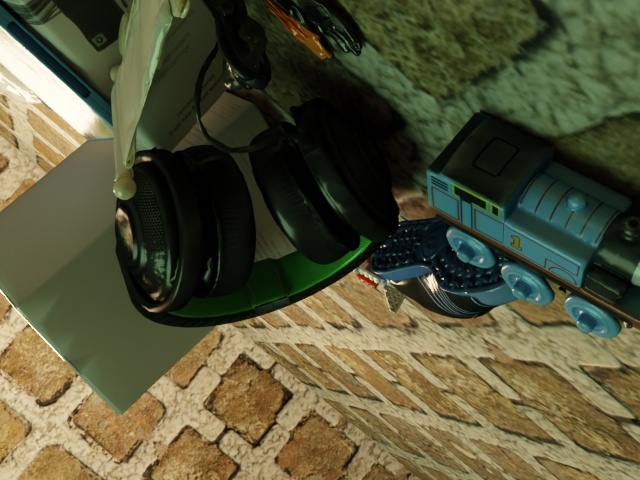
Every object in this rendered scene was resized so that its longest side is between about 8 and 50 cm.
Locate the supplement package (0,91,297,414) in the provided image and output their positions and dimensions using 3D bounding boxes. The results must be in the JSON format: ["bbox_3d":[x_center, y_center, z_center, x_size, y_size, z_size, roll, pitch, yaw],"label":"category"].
[{"bbox_3d":[-0.178,-0.007,0.988,0.175,0.293,0.177,30,158,48],"label":"supplement package"}]

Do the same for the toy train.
[{"bbox_3d":[0.156,-0.007,0.647,0.184,0.080,0.105,32,159,26],"label":"toy train"}]

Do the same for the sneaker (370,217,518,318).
[{"bbox_3d":[0.133,0.027,0.832,0.090,0.081,0.232,31,171,-21],"label":"sneaker"}]

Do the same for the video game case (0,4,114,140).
[{"bbox_3d":[-0.235,-0.143,0.789,0.166,0.015,0.119,44,165,-23],"label":"video game case"}]

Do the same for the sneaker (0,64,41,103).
[{"bbox_3d":[-0.398,-0.255,1.266,0.152,0.114,0.305,26,172,-7],"label":"sneaker"}]

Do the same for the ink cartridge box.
[{"bbox_3d":[-0.238,-0.232,0.813,0.223,0.129,0.307,26,162,44],"label":"ink cartridge box"}]

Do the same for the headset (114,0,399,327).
[{"bbox_3d":[-0.061,-0.055,0.787,0.394,0.243,0.185,94,156,-66],"label":"headset"}]

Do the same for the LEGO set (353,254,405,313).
[{"bbox_3d":[0.000,0.000,1.123,0.182,0.060,0.244,40,167,-22],"label":"LEGO set"}]

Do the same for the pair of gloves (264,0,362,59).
[{"bbox_3d":[-0.007,-0.160,0.698,0.074,0.010,0.083,41,168,-25],"label":"pair of gloves"}]

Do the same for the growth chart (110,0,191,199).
[{"bbox_3d":[-0.114,-0.146,0.642,0.021,0.172,0.237,8,142,-21],"label":"growth chart"}]
